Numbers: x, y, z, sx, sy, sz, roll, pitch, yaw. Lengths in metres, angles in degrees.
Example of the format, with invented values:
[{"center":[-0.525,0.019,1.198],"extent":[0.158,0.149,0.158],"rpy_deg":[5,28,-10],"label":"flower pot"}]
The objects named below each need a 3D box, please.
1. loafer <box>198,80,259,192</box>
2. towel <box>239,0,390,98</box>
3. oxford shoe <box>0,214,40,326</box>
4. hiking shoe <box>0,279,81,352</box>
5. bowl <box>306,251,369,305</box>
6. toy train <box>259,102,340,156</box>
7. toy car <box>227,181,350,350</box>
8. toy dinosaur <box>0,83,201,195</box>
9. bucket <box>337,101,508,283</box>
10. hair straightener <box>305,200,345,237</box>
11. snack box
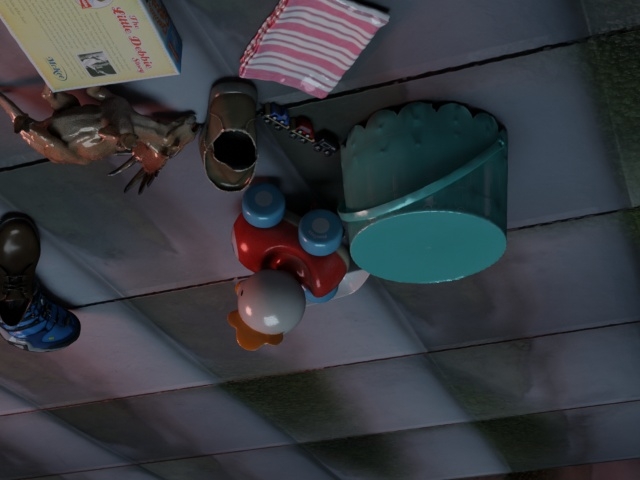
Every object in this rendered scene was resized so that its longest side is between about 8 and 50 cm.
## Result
[{"center":[-0.140,-0.137,1.656],"extent":[0.094,0.087,0.251],"rpy_deg":[1,151,-3],"label":"loafer"},{"center":[-0.012,-0.266,1.486],"extent":[0.144,0.029,0.197],"rpy_deg":[12,149,-24],"label":"towel"},{"center":[-0.536,0.058,1.946],"extent":[0.083,0.096,0.227],"rpy_deg":[-2,126,-19],"label":"oxford shoe"},{"center":[-0.571,0.132,2.112],"extent":[0.132,0.113,0.304],"rpy_deg":[-22,145,34],"label":"hiking shoe"},{"center":[0.014,0.069,2.044],"extent":[0.142,0.053,0.142],"rpy_deg":[-14,160,-19],"label":"bowl"},{"center":[-0.029,-0.169,1.666],"extent":[0.158,0.027,0.036],"rpy_deg":[25,139,-39],"label":"toy train"},{"center":[-0.087,0.070,1.832],"extent":[0.210,0.238,0.219],"rpy_deg":[26,153,12],"label":"toy car"},{"center":[-0.335,-0.151,1.601],"extent":[0.296,0.127,0.200],"rpy_deg":[4,158,2],"label":"toy dinosaur"},{"center":[0.161,-0.066,1.697],"extent":[0.281,0.183,0.281],"rpy_deg":[-1,151,0],"label":"bucket"},{"center":[0.000,0.000,1.955],"extent":[0.089,0.047,0.230],"rpy_deg":[6,151,-13],"label":"hair straightener"},{"center":[-0.310,-0.309,1.365],"extent":[0.187,0.060,0.322],"rpy_deg":[-6,151,10],"label":"snack box"}]
